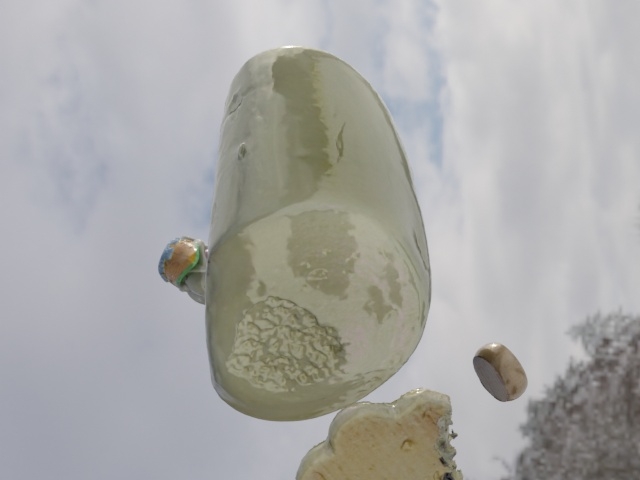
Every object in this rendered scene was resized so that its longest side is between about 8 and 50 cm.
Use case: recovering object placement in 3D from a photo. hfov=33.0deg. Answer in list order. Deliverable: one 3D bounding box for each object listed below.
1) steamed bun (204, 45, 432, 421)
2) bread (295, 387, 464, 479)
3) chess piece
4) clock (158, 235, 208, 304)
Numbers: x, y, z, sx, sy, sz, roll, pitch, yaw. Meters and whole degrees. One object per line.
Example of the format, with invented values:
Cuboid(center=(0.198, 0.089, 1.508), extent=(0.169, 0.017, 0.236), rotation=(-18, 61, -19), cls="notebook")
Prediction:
Cuboid(center=(0.000, 0.000, 1.473), extent=(0.456, 0.289, 0.371), rotation=(94, 178, -48), cls="steamed bun")
Cuboid(center=(0.064, 0.251, 1.149), extent=(0.039, 0.181, 0.251), rotation=(-105, 2, -49), cls="bread")
Cuboid(center=(0.242, 0.177, 1.455), extent=(0.038, 0.083, 0.084), rotation=(-29, -50, -17), cls="chess piece")
Cuboid(center=(-0.234, 0.061, 2.082), extent=(0.231, 0.144, 0.103), rotation=(94, -160, -78), cls="clock")
